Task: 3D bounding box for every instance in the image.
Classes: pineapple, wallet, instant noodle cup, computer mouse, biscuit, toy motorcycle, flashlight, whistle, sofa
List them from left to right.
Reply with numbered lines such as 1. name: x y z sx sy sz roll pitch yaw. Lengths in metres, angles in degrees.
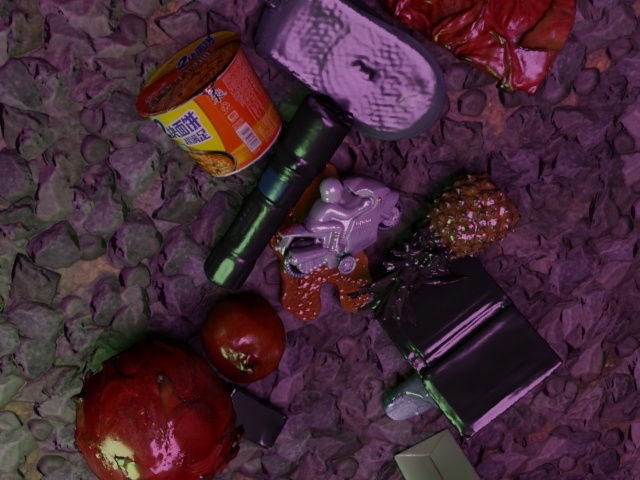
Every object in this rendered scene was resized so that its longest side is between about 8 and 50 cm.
1. instant noodle cup: -0.175 -0.220 1.470 0.213 0.213 0.174 -36 123 3
2. sofa: -0.149 0.362 1.804 0.147 0.060 0.085 32 85 -23
3. flashlight: -0.084 -0.072 1.552 0.103 0.103 0.424 22 122 -21
4. biscuit: 0.000 0.000 1.684 0.202 0.047 0.334 -14 117 -9
5. toy motorcycle: 0.033 -0.043 1.582 0.260 0.110 0.171 -28 125 -16
6. computer mouse: 0.051 -0.321 1.517 0.371 0.122 0.188 33 110 -17
7. pineapple: 0.214 0.029 1.683 0.364 0.165 0.165 -45 115 6
8. whistle: 0.284 0.283 1.831 0.347 0.189 0.189 -24 118 22
9. wallet: 0.279 0.193 1.723 0.247 0.323 0.041 -41 157 7

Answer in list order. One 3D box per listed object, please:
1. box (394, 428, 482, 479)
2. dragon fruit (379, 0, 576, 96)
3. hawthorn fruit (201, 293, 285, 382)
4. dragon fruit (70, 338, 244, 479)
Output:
1. box: 0.314 0.624 1.924 0.143 0.225 0.341 -26 115 -3
2. dragon fruit: 0.261 -0.379 1.530 0.330 0.302 0.240 10 143 -1
3. hawthorn fruit: -0.140 0.194 1.655 0.169 0.188 0.169 -10 121 -18
4. dragon fruit: -0.304 0.338 1.629 0.295 0.295 0.302 -38 84 4
